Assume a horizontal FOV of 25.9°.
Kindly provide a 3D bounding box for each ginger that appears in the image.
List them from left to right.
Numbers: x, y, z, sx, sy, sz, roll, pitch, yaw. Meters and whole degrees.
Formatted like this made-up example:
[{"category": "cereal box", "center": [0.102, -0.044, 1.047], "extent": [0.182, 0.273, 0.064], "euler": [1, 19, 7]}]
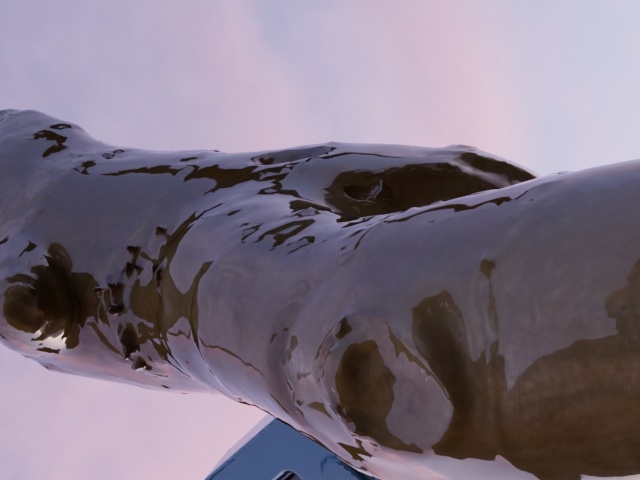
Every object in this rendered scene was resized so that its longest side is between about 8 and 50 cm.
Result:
[{"category": "ginger", "center": [-0.001, 0.017, 0.482], "extent": [0.363, 0.348, 0.122], "euler": [-68, -24, -79]}]

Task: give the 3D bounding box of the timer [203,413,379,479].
[{"category": "timer", "center": [0.061, 0.170, 0.773], "extent": [0.232, 0.250, 0.091], "euler": [44, -146, 1]}]
